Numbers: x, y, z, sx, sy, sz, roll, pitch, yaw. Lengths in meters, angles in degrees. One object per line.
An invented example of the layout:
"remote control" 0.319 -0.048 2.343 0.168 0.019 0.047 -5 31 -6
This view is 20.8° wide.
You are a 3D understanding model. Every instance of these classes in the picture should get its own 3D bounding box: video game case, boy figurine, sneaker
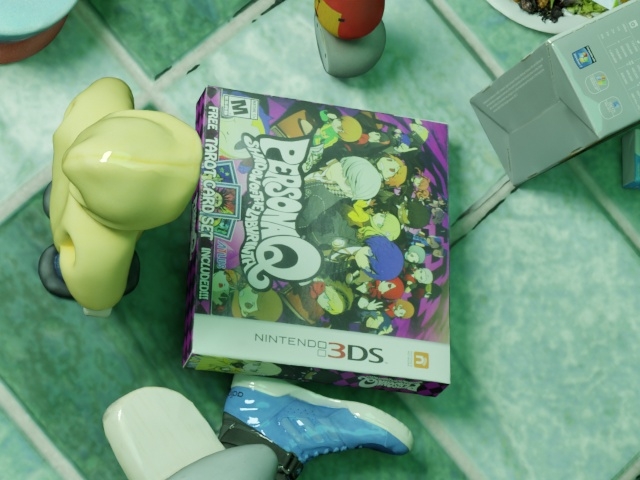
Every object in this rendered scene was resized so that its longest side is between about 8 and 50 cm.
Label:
"video game case" 0.000 0.000 1.386 0.210 0.042 0.232 8 66 -15
"boy figurine" -0.150 -0.039 1.248 0.092 0.285 0.177 5 75 -15
"sneaker" -0.007 0.163 1.366 0.152 0.058 0.084 20 69 -7

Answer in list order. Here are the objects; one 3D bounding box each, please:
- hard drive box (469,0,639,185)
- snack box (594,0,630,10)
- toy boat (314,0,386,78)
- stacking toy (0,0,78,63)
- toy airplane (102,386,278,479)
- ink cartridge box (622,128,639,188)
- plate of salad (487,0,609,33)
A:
"hard drive box" 0.265 -0.147 1.439 0.232 0.181 0.089 -27 88 -18
"snack box" 0.291 -0.296 1.432 0.070 0.174 0.207 34 37 29
"toy boat" 0.079 -0.286 1.440 0.267 0.148 0.318 27 69 9
"stacking toy" -0.221 -0.311 1.360 0.309 0.130 0.279 -38 91 -19
"toy airplane" -0.009 0.328 1.222 0.386 0.272 0.384 17 76 -13
"ink cartridge box" 0.306 -0.067 1.514 0.083 0.028 0.048 5 78 -14
"plate of salad" 0.207 -0.278 1.517 0.200 0.048 0.200 3 79 -16
